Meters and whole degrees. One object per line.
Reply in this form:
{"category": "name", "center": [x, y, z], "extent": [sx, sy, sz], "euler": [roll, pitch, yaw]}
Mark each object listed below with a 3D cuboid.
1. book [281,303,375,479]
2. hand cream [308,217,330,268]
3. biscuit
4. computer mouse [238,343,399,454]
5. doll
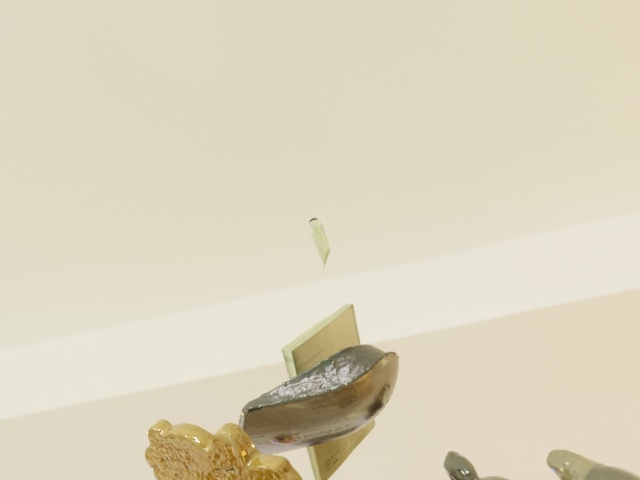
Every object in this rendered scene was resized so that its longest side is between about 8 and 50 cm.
{"category": "book", "center": [0.028, 0.288, 1.115], "extent": [0.025, 0.215, 0.282], "euler": [-1, -73, 37]}
{"category": "hand cream", "center": [0.000, 0.000, 0.893], "extent": [0.022, 0.102, 0.035], "euler": [7, -56, -21]}
{"category": "biscuit", "center": [-0.124, 0.309, 0.741], "extent": [0.249, 0.035, 0.184], "euler": [3, -73, 30]}
{"category": "computer mouse", "center": [0.009, 0.275, 0.946], "extent": [0.296, 0.087, 0.168], "euler": [-22, -41, -19]}
{"category": "doll", "center": [0.445, 0.578, 1.184], "extent": [0.379, 0.382, 0.252], "euler": [-14, -63, -30]}
